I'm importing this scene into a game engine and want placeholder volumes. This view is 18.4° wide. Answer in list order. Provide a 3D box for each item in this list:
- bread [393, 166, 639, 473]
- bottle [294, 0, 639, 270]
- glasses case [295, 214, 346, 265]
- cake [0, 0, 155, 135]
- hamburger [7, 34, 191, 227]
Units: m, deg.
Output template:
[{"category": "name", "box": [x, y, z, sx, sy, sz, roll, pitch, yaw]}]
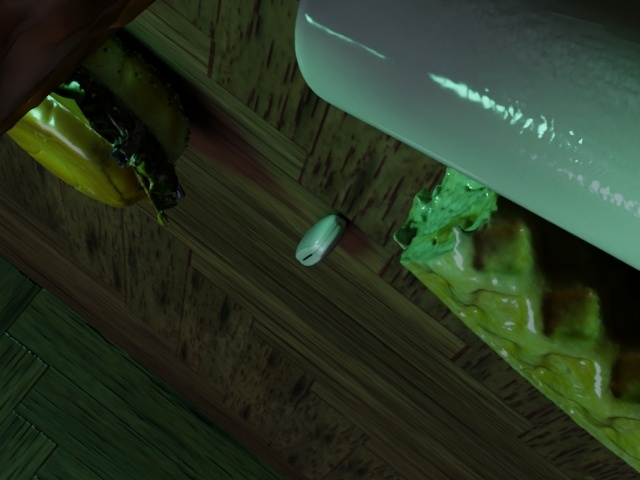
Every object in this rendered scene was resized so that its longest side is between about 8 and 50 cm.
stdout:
[{"category": "bread", "box": [0.159, 0.058, 1.033, 0.269, 0.087, 0.098, 41, 164, -17]}, {"category": "bottle", "box": [0.070, -0.075, 0.762, 0.245, 0.104, 0.104, 32, 166, 30]}, {"category": "glasses case", "box": [0.000, 0.000, 1.410, 0.021, 0.032, 0.083, 41, 167, -3]}, {"category": "cake", "box": [-0.164, -0.177, 0.619, 0.307, 0.314, 0.293, 50, 163, -10]}, {"category": "hamburger", "box": [-0.162, -0.095, 1.388, 0.164, 0.093, 0.189, 29, 166, 29]}]
